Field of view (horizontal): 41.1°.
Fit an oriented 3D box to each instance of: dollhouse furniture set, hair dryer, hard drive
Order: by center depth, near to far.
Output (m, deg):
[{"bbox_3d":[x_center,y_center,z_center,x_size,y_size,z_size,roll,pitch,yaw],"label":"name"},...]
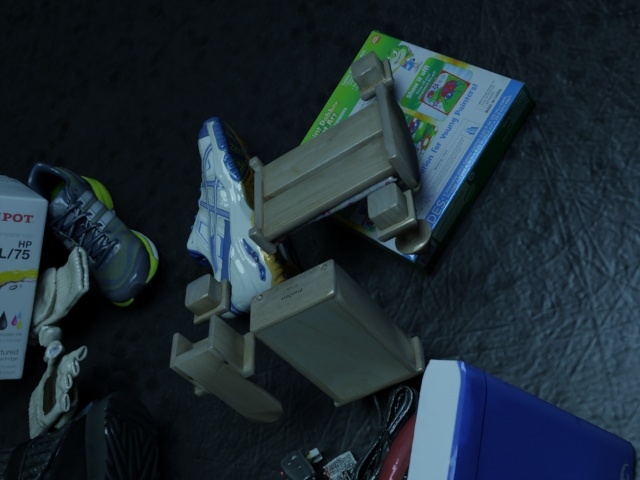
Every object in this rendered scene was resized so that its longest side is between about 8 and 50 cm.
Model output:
[{"bbox_3d":[0.172,0.240,0.698,0.040,0.318,0.210,-4,67,41],"label":"hard drive"},{"bbox_3d":[0.061,0.249,0.867,0.223,0.080,0.293,-46,34,9],"label":"hair dryer"},{"bbox_3d":[0.000,0.000,1.014,0.303,0.174,0.356,-27,40,22],"label":"dollhouse furniture set"}]

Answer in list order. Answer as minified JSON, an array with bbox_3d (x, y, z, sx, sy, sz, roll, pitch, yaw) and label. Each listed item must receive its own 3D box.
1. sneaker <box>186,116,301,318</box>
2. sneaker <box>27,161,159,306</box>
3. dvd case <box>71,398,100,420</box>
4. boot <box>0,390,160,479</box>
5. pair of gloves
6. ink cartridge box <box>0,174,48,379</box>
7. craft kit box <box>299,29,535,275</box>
[{"bbox_3d":[-0.134,-0.035,1.143,0.131,0.112,0.297,-31,55,17],"label":"sneaker"},{"bbox_3d":[-0.346,-0.012,1.257,0.111,0.121,0.300,-51,53,3],"label":"sneaker"},{"bbox_3d":[-0.361,0.363,1.164,0.253,0.022,0.180,-41,54,10],"label":"dvd case"},{"bbox_3d":[-0.321,0.369,1.020,0.260,0.131,0.348,-28,39,17],"label":"boot"},{"bbox_3d":[-0.379,0.146,1.202,0.204,0.042,0.240,-32,57,48],"label":"pair of gloves"},{"bbox_3d":[-0.535,0.042,1.230,0.197,0.198,0.270,22,104,51],"label":"ink cartridge box"},{"bbox_3d":[0.098,-0.118,1.071,0.246,0.061,0.250,31,88,35],"label":"craft kit box"}]
